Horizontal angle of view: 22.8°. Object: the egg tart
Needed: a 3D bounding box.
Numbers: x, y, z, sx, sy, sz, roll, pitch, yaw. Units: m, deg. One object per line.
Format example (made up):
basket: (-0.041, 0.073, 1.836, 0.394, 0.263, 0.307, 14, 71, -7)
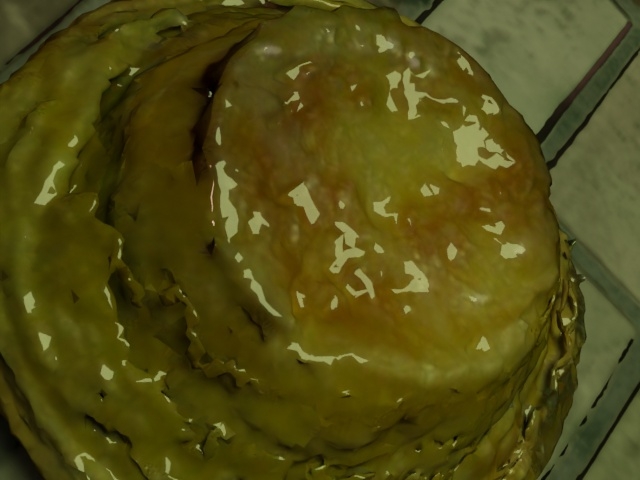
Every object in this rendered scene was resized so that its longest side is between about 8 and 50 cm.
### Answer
egg tart: (0.000, 0.000, 0.639, 0.294, 0.123, 0.294, 12, 63, -24)
